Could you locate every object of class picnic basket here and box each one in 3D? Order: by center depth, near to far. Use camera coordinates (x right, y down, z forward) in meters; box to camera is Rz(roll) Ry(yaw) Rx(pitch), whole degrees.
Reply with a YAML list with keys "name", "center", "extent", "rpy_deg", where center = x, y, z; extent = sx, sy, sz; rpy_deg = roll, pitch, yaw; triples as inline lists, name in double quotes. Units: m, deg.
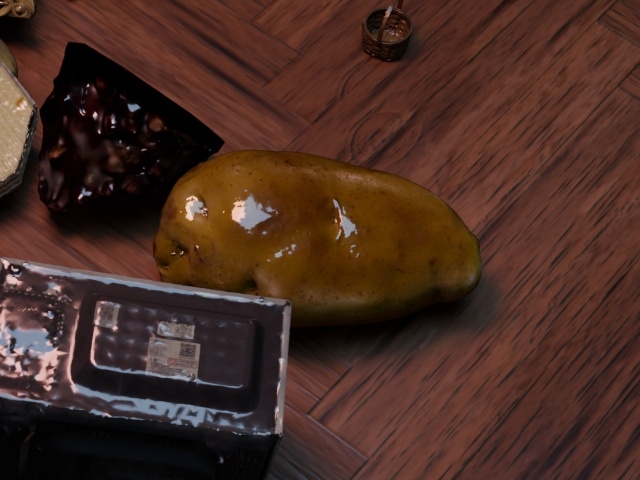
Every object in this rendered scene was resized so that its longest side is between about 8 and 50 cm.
- name: "picnic basket"
  center: [0.087, -0.279, 2.091]
  extent: [0.072, 0.083, 0.072]
  rpy_deg: [5, 54, -6]

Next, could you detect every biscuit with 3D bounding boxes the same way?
- name: "biscuit"
  center: [-0.426, -0.088, 1.856]
  extent: [0.250, 0.046, 0.147]
  rpy_deg: [-36, 66, -14]

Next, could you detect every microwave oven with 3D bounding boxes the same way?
- name: "microwave oven"
  center: [-0.195, 0.165, 1.622]
  extent: [0.295, 0.237, 0.181]
  rpy_deg: [9, 54, -8]

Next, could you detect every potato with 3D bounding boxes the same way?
- name: "potato"
  center: [0.000, 0.000, 1.829]
  extent: [0.369, 0.176, 0.195]
  rpy_deg: [4, 25, -11]

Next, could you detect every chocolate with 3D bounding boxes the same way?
- name: "chocolate"
  center: [-0.243, -0.098, 1.870]
  extent: [0.206, 0.224, 0.177]
  rpy_deg: [34, 89, -18]

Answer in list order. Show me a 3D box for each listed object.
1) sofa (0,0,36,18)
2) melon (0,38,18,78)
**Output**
- name: "sofa"
  center: [-0.436, -0.401, 2.003]
  extent: [0.200, 0.182, 0.258]
  rpy_deg: [5, 33, -6]
- name: "melon"
  center: [-0.425, -0.211, 1.950]
  extent: [0.130, 0.098, 0.098]
  rpy_deg: [12, 52, -8]
